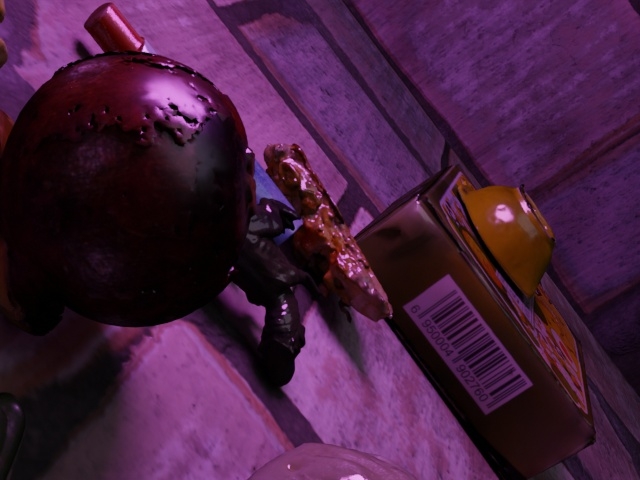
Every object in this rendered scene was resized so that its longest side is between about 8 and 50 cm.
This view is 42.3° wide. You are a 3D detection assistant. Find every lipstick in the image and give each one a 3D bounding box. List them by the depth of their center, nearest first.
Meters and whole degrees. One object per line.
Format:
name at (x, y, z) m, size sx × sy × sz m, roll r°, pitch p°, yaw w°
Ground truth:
lipstick at (-0.123, -0.106, 0.776) m, size 0.274 × 0.061 × 0.068 m, roll 51°, pitch 20°, yaw -11°

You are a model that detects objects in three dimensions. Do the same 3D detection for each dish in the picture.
dish at (0.273, -0.022, 1.160) m, size 0.149 × 0.080 × 0.207 m, roll 26°, pitch 35°, yaw -55°

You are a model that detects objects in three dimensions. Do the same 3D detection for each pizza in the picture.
pizza at (0.000, 0.000, 0.905) m, size 0.226 × 0.069 × 0.147 m, roll 60°, pitch -3°, yaw 8°

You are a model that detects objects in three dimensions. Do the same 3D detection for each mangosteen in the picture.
mangosteen at (-0.126, -0.026, 0.479) m, size 0.166 × 0.180 × 0.166 m, roll -9°, pitch 90°, yaw -86°

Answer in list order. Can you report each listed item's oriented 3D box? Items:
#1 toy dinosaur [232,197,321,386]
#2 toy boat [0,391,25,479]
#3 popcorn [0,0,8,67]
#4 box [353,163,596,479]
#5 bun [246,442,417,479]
toy dinosaur at (-0.064, 0.027, 0.649) m, size 0.187 × 0.087 × 0.179 m, roll 54°, pitch 16°, yaw 3°
toy boat at (-0.171, 0.102, 0.300) m, size 0.104 × 0.052 × 0.210 m, roll 48°, pitch 20°, yaw -26°
popcorn at (-0.245, -0.130, 0.465) m, size 0.106 × 0.121 × 0.116 m, roll 23°, pitch -34°, yaw 37°
box at (0.226, 0.090, 1.191) m, size 0.373 × 0.138 × 0.420 m, roll 54°, pitch 19°, yaw 0°
bun at (0.030, 0.200, 0.514) m, size 0.183 × 0.102 × 0.183 m, roll 35°, pitch 23°, yaw -17°
